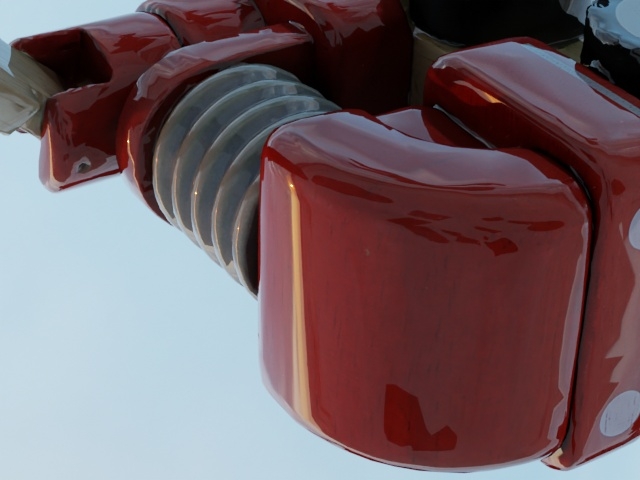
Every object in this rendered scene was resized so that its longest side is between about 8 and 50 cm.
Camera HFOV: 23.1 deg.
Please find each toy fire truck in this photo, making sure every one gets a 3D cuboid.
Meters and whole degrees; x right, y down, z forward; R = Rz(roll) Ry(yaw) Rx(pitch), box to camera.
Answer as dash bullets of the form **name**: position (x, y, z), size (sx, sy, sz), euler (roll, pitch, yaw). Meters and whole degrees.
- **toy fire truck**: position (-0.021, -0.033, 0.429), size (0.246, 0.217, 0.158), euler (-17, -53, -27)
